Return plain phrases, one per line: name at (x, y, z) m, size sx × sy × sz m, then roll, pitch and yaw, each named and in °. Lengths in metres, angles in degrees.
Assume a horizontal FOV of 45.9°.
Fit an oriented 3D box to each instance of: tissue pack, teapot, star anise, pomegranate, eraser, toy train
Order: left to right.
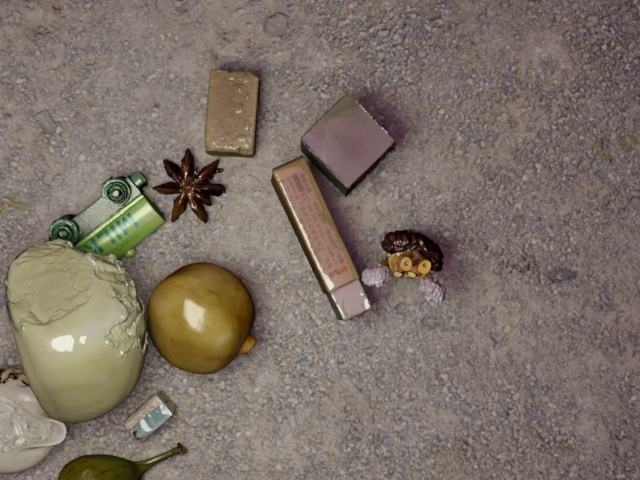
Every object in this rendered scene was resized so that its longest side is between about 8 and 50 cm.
teapot at (-0.649, 0.365, 1.519) m, size 0.299 × 0.166 × 0.208 m, roll 1°, pitch 99°, yaw -7°
toy train at (-0.444, -0.027, 1.585) m, size 0.253 × 0.105 × 0.157 m, roll -39°, pitch 102°, yaw -3°
tissue pack at (-0.353, 0.364, 1.569) m, size 0.094 × 0.074 × 0.059 m, roll -40°, pitch 91°, yaw -2°
star anise at (-0.280, -0.113, 1.613) m, size 0.168 × 0.057 × 0.168 m, roll 0°, pitch 85°, yaw -3°
pomegranate at (-0.239, 0.153, 1.520) m, size 0.233 × 0.233 × 0.233 m, roll 0°, pitch 86°, yaw -2°
eraser at (0.000, 0.000, 1.574) m, size 0.078 × 0.144 × 0.343 m, roll -25°, pitch 88°, yaw -5°

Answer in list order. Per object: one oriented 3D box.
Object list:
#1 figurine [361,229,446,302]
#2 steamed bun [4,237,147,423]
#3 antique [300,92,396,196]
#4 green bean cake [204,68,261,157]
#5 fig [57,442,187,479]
figurine at (0.180, 0.043, 1.532) m, size 0.174 × 0.240 × 0.116 m, roll 15°, pitch 105°, yaw 1°
steamed bun at (-0.452, 0.173, 1.455) m, size 0.233 × 0.312 × 0.334 m, roll -15°, pitch 54°, yaw -15°
antique at (0.057, -0.194, 1.586) m, size 0.146 × 0.148 × 0.152 m, roll -44°, pitch 88°, yaw -5°
green bean cake at (-0.187, -0.269, 1.613) m, size 0.109 × 0.085 × 0.179 m, roll 5°, pitch 85°, yaw -3°
fig at (-0.410, 0.469, 1.546) m, size 0.259 × 0.151 × 0.151 m, roll -32°, pitch 88°, yaw -29°
